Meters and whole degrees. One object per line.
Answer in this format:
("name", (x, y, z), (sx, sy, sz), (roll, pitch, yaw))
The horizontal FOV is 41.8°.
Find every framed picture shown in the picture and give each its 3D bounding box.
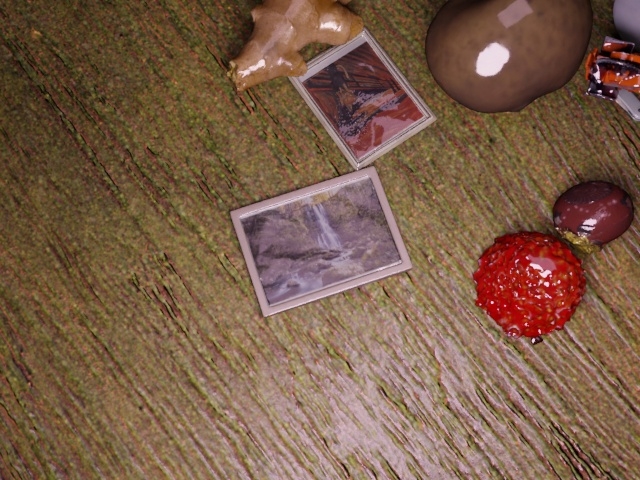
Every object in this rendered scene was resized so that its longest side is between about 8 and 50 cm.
("framed picture", (0.000, 0.000, 1.718), (0.324, 0.020, 0.240), (-17, 75, -4))
("framed picture", (0.088, -0.310, 1.800), (0.216, 0.016, 0.273), (-34, 78, -8))

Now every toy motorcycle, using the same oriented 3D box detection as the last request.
("toy motorcycle", (0.697, -0.320, 1.698), (0.325, 0.221, 0.148), (17, 96, 10))

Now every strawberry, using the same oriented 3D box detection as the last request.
("strawberry", (0.408, 0.072, 1.619), (0.234, 0.178, 0.234), (-2, 73, 7))

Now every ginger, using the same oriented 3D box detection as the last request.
("ginger", (-0.045, -0.468, 1.812), (0.236, 0.166, 0.375), (21, 97, -25))

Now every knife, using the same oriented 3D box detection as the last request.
("knife", (0.635, -0.318, 1.793), (0.044, 0.023, 0.162), (-36, 77, -14))

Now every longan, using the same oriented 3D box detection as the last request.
("longan", (0.380, -0.413, 1.698), (0.350, 0.288, 0.288), (-33, 77, -2))

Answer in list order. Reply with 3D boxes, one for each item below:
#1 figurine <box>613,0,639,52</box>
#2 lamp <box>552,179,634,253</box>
("figurine", (0.775, -0.574, 1.772), (0.224, 0.205, 0.382), (25, 74, 15))
("lamp", (0.543, -0.044, 1.670), (0.157, 0.156, 0.135), (-16, 117, 13))
